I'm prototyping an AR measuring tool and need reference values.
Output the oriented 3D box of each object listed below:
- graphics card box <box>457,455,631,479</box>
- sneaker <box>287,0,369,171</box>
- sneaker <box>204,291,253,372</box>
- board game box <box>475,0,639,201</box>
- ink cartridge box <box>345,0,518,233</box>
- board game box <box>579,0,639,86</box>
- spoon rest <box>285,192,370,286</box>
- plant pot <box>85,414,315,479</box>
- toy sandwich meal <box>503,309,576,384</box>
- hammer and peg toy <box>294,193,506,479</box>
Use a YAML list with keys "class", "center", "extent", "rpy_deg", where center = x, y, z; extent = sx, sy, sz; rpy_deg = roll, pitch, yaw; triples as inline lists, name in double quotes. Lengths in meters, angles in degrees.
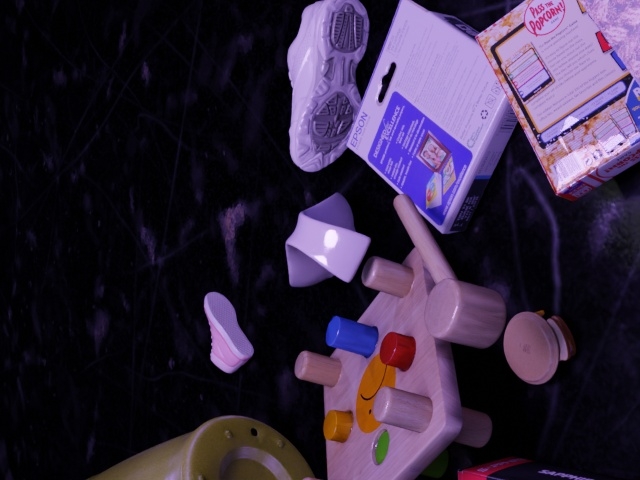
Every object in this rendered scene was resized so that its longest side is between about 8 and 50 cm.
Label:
- class: "graphics card box"
  center: [0.292, 0.344, 0.851]
  extent: [0.371, 0.094, 0.233]
  rpy_deg: [-5, 88, 54]
- class: "sneaker"
  center: [-0.002, -0.208, 1.232]
  extent: [0.115, 0.090, 0.232]
  rpy_deg: [20, 98, 58]
- class: "sneaker"
  center: [-0.159, 0.151, 1.472]
  extent: [0.070, 0.051, 0.134]
  rpy_deg: [-53, 56, 34]
- class: "board game box"
  center: [0.253, -0.158, 0.884]
  extent: [0.147, 0.045, 0.193]
  rpy_deg: [-34, 64, 29]
- class: "ink cartridge box"
  center: [0.132, -0.149, 1.075]
  extent: [0.208, 0.045, 0.206]
  rpy_deg: [46, 126, 39]
- class: "board game box"
  center: [0.352, -0.109, 0.584]
  extent: [0.141, 0.291, 0.232]
  rpy_deg: [-50, 53, 41]
- class: "spoon rest"
  center: [0.000, 0.000, 1.143]
  extent: [0.137, 0.084, 0.276]
  rpy_deg: [-63, 5, -2]
- class: "plant pot"
  center: [-0.187, 0.436, 1.316]
  extent: [0.353, 0.366, 0.366]
  rpy_deg: [-43, 58, 32]
- class: "toy sandwich meal"
  center: [0.229, 0.111, 0.977]
  extent: [0.085, 0.029, 0.086]
  rpy_deg: [13, 106, 55]
- class: "hammer and peg toy"
  center: [0.096, 0.133, 1.019]
  extent: [0.361, 0.127, 0.266]
  rpy_deg: [-57, 24, 37]
